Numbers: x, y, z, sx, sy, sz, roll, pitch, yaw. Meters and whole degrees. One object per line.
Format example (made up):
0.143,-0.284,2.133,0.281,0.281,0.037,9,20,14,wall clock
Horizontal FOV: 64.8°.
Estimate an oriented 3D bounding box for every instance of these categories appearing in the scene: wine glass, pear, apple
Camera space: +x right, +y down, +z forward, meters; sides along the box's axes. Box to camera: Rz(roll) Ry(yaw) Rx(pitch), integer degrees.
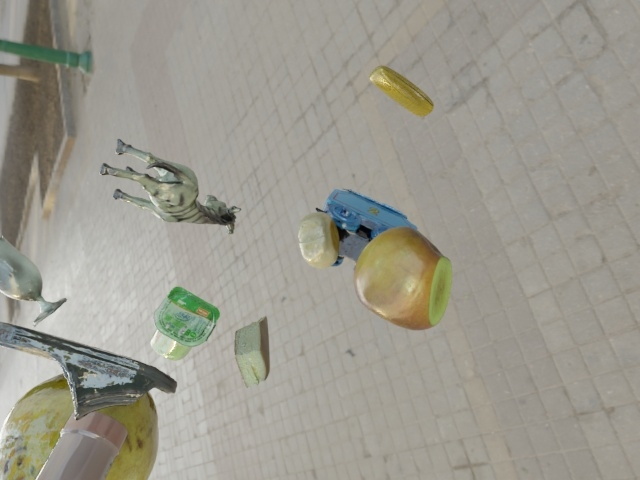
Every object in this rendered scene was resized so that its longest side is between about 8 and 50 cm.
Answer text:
-0.745,0.100,1.251,0.103,0.103,0.222,-7,122,53,wine glass
-0.479,0.417,1.005,0.304,0.304,0.303,0,90,53,pear
0.138,0.058,0.809,0.163,0.146,0.147,32,102,14,apple

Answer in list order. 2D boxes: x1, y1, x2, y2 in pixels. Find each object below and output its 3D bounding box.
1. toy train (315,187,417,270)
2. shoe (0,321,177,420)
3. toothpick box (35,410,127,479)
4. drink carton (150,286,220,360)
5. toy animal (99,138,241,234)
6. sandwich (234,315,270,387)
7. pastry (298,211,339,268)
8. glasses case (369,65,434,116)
0.121,-0.019,1.524,0.300,0.265,0.188,25,119,5,toy train
-0.316,0.182,0.661,0.108,0.241,0.093,-23,46,62,shoe
-0.380,0.355,0.786,0.098,0.098,0.149,-50,17,40,toothpick box
-0.366,0.232,1.306,0.142,0.146,0.144,-51,9,41,drink carton
-0.197,-0.064,0.699,0.217,0.176,0.073,142,143,-75,toy animal
-0.220,0.345,1.656,0.094,0.096,0.258,-19,44,11,sandwich
0.000,0.000,1.352,0.092,0.156,0.156,-8,82,18,pastry
0.260,-0.472,1.598,0.079,0.234,0.064,-25,42,56,glasses case
